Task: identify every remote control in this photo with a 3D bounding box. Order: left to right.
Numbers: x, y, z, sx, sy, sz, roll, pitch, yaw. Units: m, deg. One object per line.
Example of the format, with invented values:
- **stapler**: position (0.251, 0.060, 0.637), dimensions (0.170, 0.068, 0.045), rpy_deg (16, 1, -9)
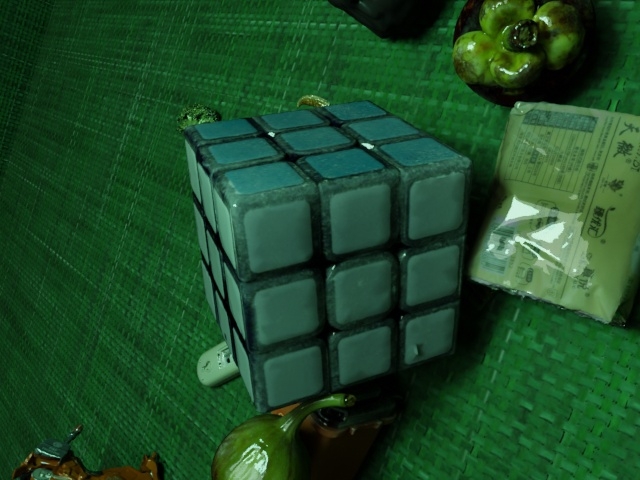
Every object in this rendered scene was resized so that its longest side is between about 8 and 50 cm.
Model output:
- **remote control**: position (-0.183, 0.240, 1.241), dimensions (0.221, 0.042, 0.078), rpy_deg (-32, 61, 34)

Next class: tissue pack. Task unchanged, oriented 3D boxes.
- **tissue pack**: position (0.311, -0.042, 0.771), dimensions (0.214, 0.123, 0.257), rpy_deg (17, 93, 31)

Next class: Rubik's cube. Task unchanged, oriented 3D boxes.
- **Rubik's cube**: position (0.000, 0.000, 0.840), dimensions (0.301, 0.305, 0.304), rpy_deg (-132, 33, -55)

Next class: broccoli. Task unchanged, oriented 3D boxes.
- **broccoli**: position (-0.296, -0.286, 1.458), dimensions (0.095, 0.096, 0.092), rpy_deg (137, 140, -68)

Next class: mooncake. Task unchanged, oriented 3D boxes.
- **mooncake**: position (0.054, -0.465, 1.026), dimensions (0.141, 0.283, 0.283), rpy_deg (-54, 49, 12)

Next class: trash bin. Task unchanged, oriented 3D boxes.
- **trash bin**: position (0.007, 0.312, 0.968), dimensions (0.161, 0.184, 0.239), rpy_deg (36, 116, 42)

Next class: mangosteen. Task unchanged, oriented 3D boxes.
- **mangosteen**: position (0.268, -0.277, 0.814), dimensions (0.192, 0.217, 0.192), rpy_deg (5, 102, 24)

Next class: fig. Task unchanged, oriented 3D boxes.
- **fig**: position (-0.047, 0.273, 0.810), dimensions (0.245, 0.149, 0.149), rpy_deg (-54, 49, 19)

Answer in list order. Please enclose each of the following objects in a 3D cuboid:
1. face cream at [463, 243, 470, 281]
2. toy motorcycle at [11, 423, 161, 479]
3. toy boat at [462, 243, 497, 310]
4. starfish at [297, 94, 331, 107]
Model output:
- **face cream**: position (0.138, -0.063, 0.985), dimensions (0.137, 0.084, 0.341), rpy_deg (-46, 54, 39)
- **toy motorcycle**: position (-0.481, 0.527, 1.315), dimensions (0.325, 0.221, 0.148), rpy_deg (20, 99, -1)
- **toy boat**: position (0.223, 0.047, 0.917), dimensions (0.063, 0.016, 0.115), rpy_deg (-56, 49, 20)
- **starfish**: position (0.018, -0.151, 1.095), dimensions (0.071, 0.216, 0.238), rpy_deg (-19, 31, -4)
